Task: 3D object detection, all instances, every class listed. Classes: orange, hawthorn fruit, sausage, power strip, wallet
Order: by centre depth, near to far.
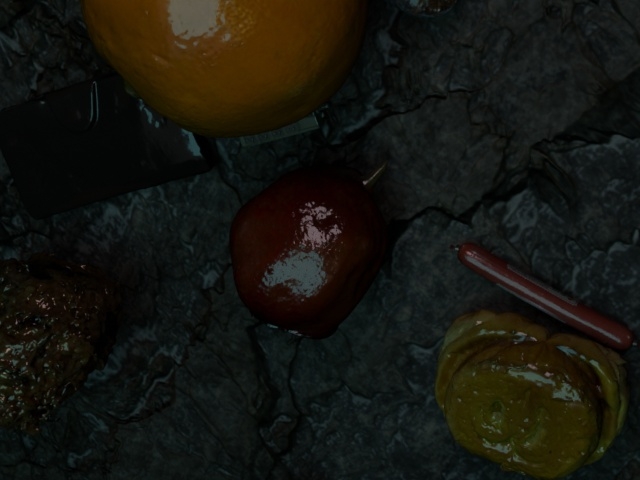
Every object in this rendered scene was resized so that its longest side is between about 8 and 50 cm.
[{"bbox_3d":[-0.097,-0.257,1.284,0.312,0.312,0.312,10,118,20],"label":"orange"},{"bbox_3d":[0.267,0.067,1.476,0.253,0.034,0.034,29,122,8],"label":"sausage"},{"bbox_3d":[0.000,0.000,1.482,0.189,0.189,0.251,44,116,0],"label":"hawthorn fruit"},{"bbox_3d":[-0.049,-0.151,1.521,0.136,0.019,0.051,-11,107,28],"label":"power strip"},{"bbox_3d":[-0.296,-0.131,1.631,0.309,0.042,0.165,-12,110,29],"label":"wallet"}]

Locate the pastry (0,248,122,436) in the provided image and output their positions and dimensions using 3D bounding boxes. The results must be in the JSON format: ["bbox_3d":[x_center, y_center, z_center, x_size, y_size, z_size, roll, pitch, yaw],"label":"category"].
[{"bbox_3d":[-0.395,0.126,1.665,0.275,0.275,0.193,-31,116,33],"label":"pastry"}]

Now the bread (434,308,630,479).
[{"bbox_3d":[0.250,0.188,1.489,0.236,0.120,0.198,17,128,18],"label":"bread"}]

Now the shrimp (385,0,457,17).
[{"bbox_3d":[0.055,-0.326,1.360,0.233,0.079,0.090,39,162,9],"label":"shrimp"}]
